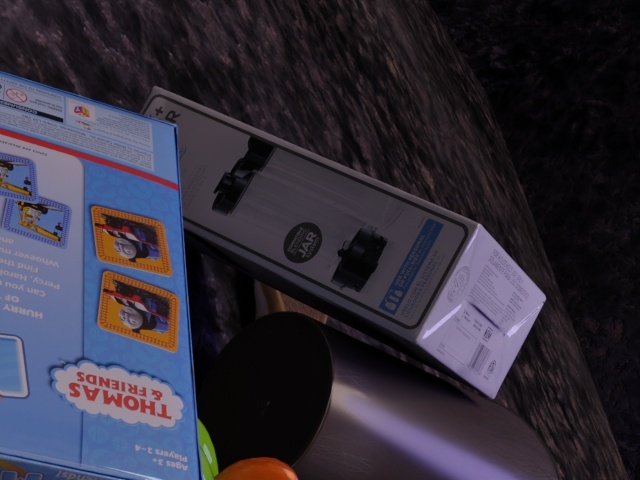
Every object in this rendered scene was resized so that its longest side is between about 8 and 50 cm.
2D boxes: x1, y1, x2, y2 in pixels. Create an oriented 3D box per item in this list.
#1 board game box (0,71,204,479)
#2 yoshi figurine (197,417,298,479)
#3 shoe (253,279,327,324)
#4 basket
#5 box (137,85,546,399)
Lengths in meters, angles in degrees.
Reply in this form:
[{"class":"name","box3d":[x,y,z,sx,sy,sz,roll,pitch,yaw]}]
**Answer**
[{"class":"board game box","box3d":[-0.129,0.009,0.527,0.160,0.039,0.211,16,37,-23]},{"class":"yoshi figurine","box3d":[-0.080,0.251,0.583,0.203,0.203,0.362,-17,97,-37]},{"class":"shoe","box3d":[-0.031,0.078,1.159,0.076,0.058,0.219,33,27,-32]},{"class":"basket","box3d":[0.032,0.149,0.976,0.227,0.154,0.204,32,-1,-39]},{"class":"box","box3d":[0.000,0.000,0.990,0.290,0.087,0.169,24,-7,32]}]
